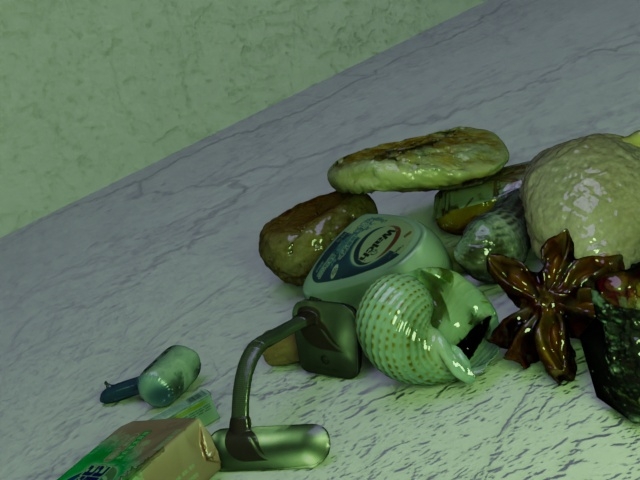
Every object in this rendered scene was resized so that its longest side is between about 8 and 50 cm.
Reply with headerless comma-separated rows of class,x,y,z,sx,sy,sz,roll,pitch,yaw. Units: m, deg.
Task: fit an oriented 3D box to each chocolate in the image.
chocolate,0.291,-0.010,2.061,0.110,0.110,0.248,-8,22,37

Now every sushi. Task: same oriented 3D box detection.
sushi,0.423,0.087,1.436,0.215,0.212,0.227,-24,19,-11

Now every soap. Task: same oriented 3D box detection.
soap,-0.270,0.334,1.716,0.217,0.098,0.273,-15,15,40

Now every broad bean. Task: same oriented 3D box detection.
broad bean,0.243,0.023,2.126,0.083,0.045,0.063,-22,4,-27

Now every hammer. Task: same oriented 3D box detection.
hammer,-0.286,0.230,2.113,0.193,0.070,0.116,-20,16,34

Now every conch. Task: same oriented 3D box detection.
conch,0.138,0.132,1.777,0.172,0.200,0.131,-14,-29,-40

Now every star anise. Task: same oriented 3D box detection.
star anise,0.305,0.094,1.701,0.190,0.126,0.220,-9,53,7

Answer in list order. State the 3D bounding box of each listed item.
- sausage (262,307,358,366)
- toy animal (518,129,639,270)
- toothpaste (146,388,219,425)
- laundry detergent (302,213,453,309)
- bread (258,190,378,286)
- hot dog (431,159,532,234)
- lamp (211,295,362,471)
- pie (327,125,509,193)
sausage,0.032,0.134,1.953,0.301,0.066,0.066,-16,17,41
toy animal,0.406,-0.050,1.897,0.226,0.188,0.358,-10,31,7
toothpaste,-0.226,0.274,1.923,0.164,0.046,0.034,-28,20,-19
laundry detergent,0.106,0.066,2.042,0.215,0.105,0.280,-46,30,-11
bread,0.000,0.000,2.346,0.230,0.123,0.230,-22,18,7
hot dog,0.323,-0.081,2.273,0.270,0.082,0.162,-15,16,19
lamp,-0.019,0.193,1.808,0.203,0.125,0.283,4,32,35
pie,0.168,-0.138,2.314,0.339,0.077,0.339,-8,14,2
